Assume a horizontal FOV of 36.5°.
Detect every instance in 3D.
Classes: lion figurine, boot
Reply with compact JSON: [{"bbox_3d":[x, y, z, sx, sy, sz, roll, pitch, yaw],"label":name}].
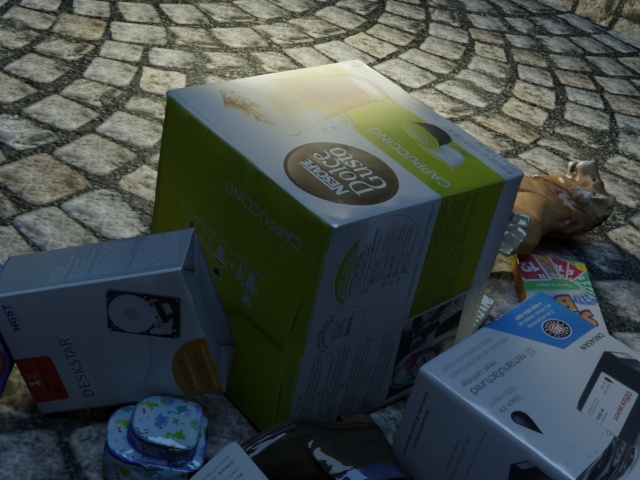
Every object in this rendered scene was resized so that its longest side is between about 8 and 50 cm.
[{"bbox_3d":[0.344,-0.043,1.669,0.240,0.142,0.392,26,37,22],"label":"lion figurine"},{"bbox_3d":[0.000,0.264,1.121,0.219,0.082,0.106,-8,36,-33],"label":"boot"}]

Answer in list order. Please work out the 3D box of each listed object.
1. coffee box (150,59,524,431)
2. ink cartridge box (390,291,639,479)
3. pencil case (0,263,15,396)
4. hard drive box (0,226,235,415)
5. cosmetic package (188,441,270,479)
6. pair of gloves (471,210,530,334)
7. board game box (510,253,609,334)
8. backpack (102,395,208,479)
[{"bbox_3d":[0.000,0.000,1.284,0.334,0.338,0.337,-16,43,-38],"label":"coffee box"},{"bbox_3d":[0.329,0.266,1.162,0.395,0.166,0.285,35,38,29],"label":"ink cartridge box"},{"bbox_3d":[-0.421,0.154,1.097,0.133,0.119,0.306,-22,30,16],"label":"pencil case"},{"bbox_3d":[-0.236,0.097,1.125,0.232,0.181,0.089,-9,32,11],"label":"hard drive box"},{"bbox_3d":[-0.058,0.317,0.878,0.151,0.151,0.184,-42,43,-10],"label":"cosmetic package"},{"bbox_3d":[0.199,0.014,1.513,0.204,0.042,0.240,26,72,12],"label":"pair of gloves"},{"bbox_3d":[0.383,0.109,1.549,0.124,0.039,0.259,10,35,-4],"label":"board game box"},{"bbox_3d":[-0.187,0.229,1.101,0.114,0.084,0.105,7,30,-4],"label":"backpack"}]
